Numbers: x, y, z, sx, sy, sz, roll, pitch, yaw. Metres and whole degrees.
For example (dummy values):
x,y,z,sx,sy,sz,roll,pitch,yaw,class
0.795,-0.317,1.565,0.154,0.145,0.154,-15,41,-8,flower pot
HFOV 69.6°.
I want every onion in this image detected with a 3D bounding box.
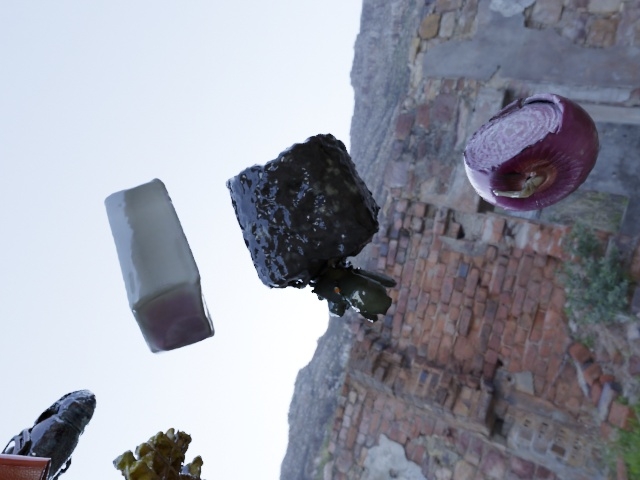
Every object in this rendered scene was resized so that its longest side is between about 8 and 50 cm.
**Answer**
x,y,z,sx,sy,sz,roll,pitch,yaw,class
0.376,-0.142,0.814,0.207,0.200,0.200,-52,-28,13,onion

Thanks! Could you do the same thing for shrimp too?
x,y,z,sx,sy,sz,roll,pitch,yaw,class
-0.607,0.492,0.986,0.372,0.137,0.172,-59,-43,-43,shrimp

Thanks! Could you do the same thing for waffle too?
x,y,z,sx,sy,sz,roll,pitch,yaw,class
-0.207,0.385,0.640,0.229,0.051,0.232,68,-173,-73,waffle

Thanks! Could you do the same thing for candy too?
x,y,z,sx,sy,sz,roll,pitch,yaw,class
-0.353,0.049,1.005,0.145,0.359,0.208,-20,-38,-18,candy

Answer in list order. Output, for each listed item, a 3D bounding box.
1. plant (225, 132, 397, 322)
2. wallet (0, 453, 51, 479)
x,y,z,sx,sy,sz,roll,pitch,yaw,class
0.000,0.000,0.745,0.215,0.213,0.312,-62,-51,-73,plant
-0.531,0.387,0.678,0.045,0.204,0.142,119,160,-55,wallet
